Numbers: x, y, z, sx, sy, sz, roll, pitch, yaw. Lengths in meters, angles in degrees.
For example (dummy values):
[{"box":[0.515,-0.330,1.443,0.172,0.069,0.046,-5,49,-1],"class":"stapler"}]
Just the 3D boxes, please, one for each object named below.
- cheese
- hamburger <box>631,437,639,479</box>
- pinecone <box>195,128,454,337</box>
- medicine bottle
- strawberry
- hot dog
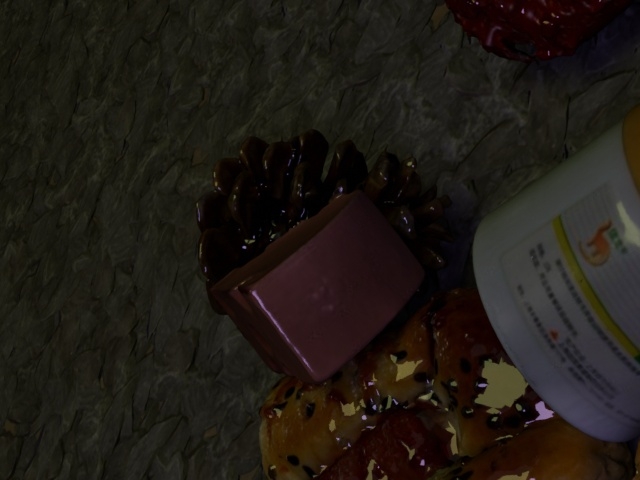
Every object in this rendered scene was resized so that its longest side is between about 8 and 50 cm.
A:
[{"box":[-0.021,0.060,1.302,0.203,0.128,0.177,-33,7,17],"class":"cheese"},{"box":[0.320,0.265,1.007,0.245,0.155,0.282,-49,49,1],"class":"hamburger"},{"box":[0.000,0.000,1.484,0.309,0.244,0.244,-6,64,34],"class":"pinecone"},{"box":[0.285,0.018,1.121,0.232,0.238,0.238,-38,44,32],"class":"medicine bottle"},{"box":[0.227,-0.327,1.406,0.274,0.220,0.274,-25,52,37],"class":"strawberry"},{"box":[0.108,0.232,1.250,0.365,0.196,0.367,-29,50,33],"class":"hot dog"}]
